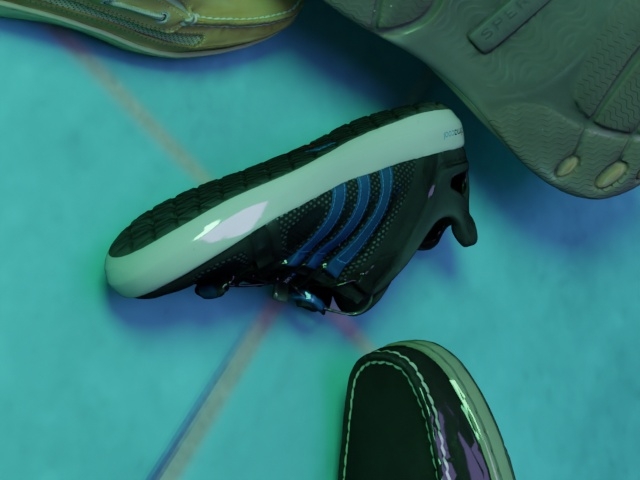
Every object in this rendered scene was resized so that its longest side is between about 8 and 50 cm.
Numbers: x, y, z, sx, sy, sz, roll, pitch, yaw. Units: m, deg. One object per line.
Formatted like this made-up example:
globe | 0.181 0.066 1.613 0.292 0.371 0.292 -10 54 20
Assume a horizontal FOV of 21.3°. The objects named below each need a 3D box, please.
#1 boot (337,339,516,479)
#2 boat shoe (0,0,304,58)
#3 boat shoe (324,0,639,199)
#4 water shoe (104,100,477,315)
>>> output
boot | -0.004 0.161 0.707 0.178 0.085 0.236 1 84 -39
boat shoe | -0.073 -0.115 0.703 0.190 0.072 0.068 -2 84 -39
boat shoe | 0.047 -0.159 0.778 0.132 0.130 0.355 -37 124 10
water shoe | 0.000 0.000 0.745 0.203 0.073 0.080 -25 101 -38
